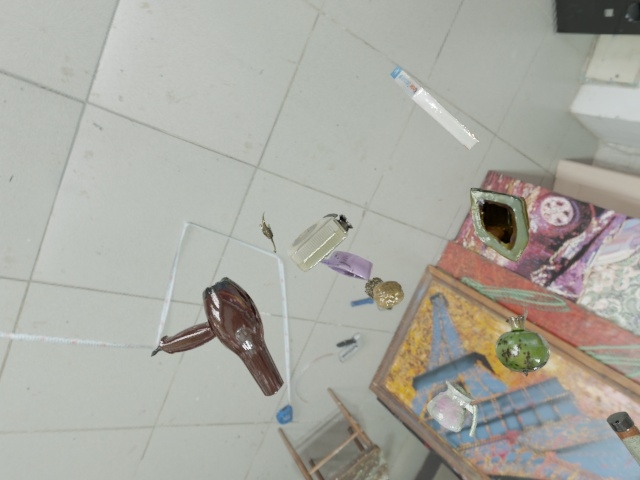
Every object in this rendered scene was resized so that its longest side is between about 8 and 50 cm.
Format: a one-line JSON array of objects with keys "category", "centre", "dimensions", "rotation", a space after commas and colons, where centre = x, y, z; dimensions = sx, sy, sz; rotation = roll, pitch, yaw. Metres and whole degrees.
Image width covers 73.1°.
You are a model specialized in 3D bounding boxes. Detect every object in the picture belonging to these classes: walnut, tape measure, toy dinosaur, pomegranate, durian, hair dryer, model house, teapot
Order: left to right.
[{"category": "hair dryer", "centre": [-0.288, 0.284, 1.116], "dimensions": [0.340, 0.123, 0.313], "rotation": [-24, 93, 18]}, {"category": "toy dinosaur", "centre": [-0.178, -0.035, 1.441], "dimensions": [0.037, 0.058, 0.180], "rotation": [-32, 134, -10]}, {"category": "tape measure", "centre": [0.000, 0.000, 1.741], "dimensions": [0.271, 0.231, 0.133], "rotation": [-44, 101, 1]}, {"category": "durian", "centre": [0.204, 0.177, 1.575], "dimensions": [0.091, 0.080, 0.080], "rotation": [44, 84, -4]}, {"category": "walnut", "centre": [0.201, 0.162, 1.293], "dimensions": [0.096, 0.082, 0.079], "rotation": [-13, 83, -20]}, {"category": "teapot", "centre": [0.223, 0.275, 0.706], "dimensions": [0.064, 0.083, 0.064], "rotation": [28, 95, -51]}, {"category": "model house", "centre": [0.650, -0.066, 1.542], "dimensions": [0.239, 0.173, 0.268], "rotation": [-12, 96, -62]}, {"category": "pomegranate", "centre": [0.487, 0.246, 1.050], "dimensions": [0.122, 0.122, 0.162], "rotation": [12, 70, -36]}]

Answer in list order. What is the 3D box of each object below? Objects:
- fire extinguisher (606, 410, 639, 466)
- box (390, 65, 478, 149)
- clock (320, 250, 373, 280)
[{"category": "fire extinguisher", "centre": [0.717, 0.474, 0.966], "dimensions": [0.062, 0.177, 0.050], "rotation": [-39, 169, 36]}, {"category": "box", "centre": [0.354, -0.427, 1.372], "dimensions": [0.264, 0.273, 0.048], "rotation": [31, 116, -26]}, {"category": "clock", "centre": [0.074, 0.066, 1.233], "dimensions": [0.110, 0.152, 0.050], "rotation": [28, 80, -26]}]
